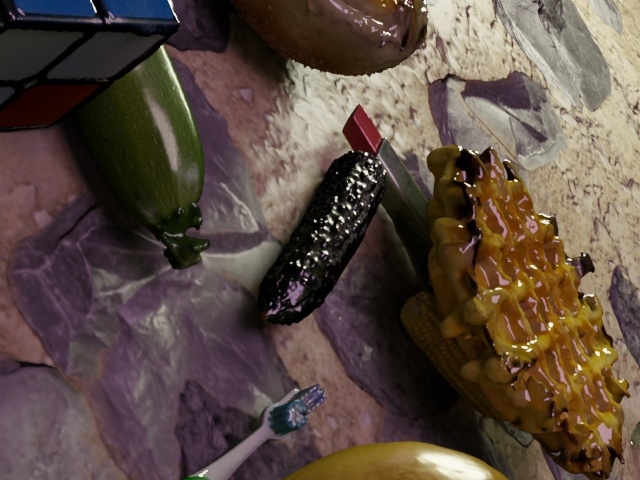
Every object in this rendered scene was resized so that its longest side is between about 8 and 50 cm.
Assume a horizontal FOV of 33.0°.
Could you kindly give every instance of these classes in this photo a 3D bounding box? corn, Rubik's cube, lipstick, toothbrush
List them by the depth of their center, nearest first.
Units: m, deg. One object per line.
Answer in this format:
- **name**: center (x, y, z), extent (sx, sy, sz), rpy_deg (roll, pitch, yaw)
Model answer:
- **Rubik's cube**: center (-0.245, -0.190, 0.815), extent (0.183, 0.180, 0.167), rpy_deg (-12, 76, -57)
- **toothbrush**: center (-0.116, 0.216, 0.841), extent (0.418, 0.040, 0.042), rpy_deg (-34, 96, -51)
- **corn**: center (0.166, 0.136, 1.232), extent (0.206, 0.067, 0.067), rpy_deg (45, 38, -25)
- **lipstick**: center (0.115, -0.021, 1.292), extent (0.312, 0.051, 0.051), rpy_deg (56, 35, -6)

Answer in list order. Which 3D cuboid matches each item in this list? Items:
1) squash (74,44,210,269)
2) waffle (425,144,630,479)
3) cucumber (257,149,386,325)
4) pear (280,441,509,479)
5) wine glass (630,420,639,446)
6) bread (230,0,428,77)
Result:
- **squash**: center (-0.181, -0.153, 0.945), extent (0.101, 0.101, 0.378), rpy_deg (-12, 75, -55)
- **waffle**: center (0.239, 0.082, 1.240), extent (0.382, 0.095, 0.379), rpy_deg (44, 31, -28)
- **cucumber**: center (0.001, 0.002, 1.108), extent (0.072, 0.072, 0.300), rpy_deg (51, 36, -16)
- **pear**: center (0.048, 0.303, 0.762), extent (0.314, 0.314, 0.314), rpy_deg (32, 45, -37)
- **wine glass**: center (0.531, 0.341, 1.582), extent (0.198, 0.066, 0.066), rpy_deg (49, 36, -22)
- **bread**: center (-0.007, -0.314, 1.233), extent (0.305, 0.159, 0.305), rpy_deg (34, 39, -34)
